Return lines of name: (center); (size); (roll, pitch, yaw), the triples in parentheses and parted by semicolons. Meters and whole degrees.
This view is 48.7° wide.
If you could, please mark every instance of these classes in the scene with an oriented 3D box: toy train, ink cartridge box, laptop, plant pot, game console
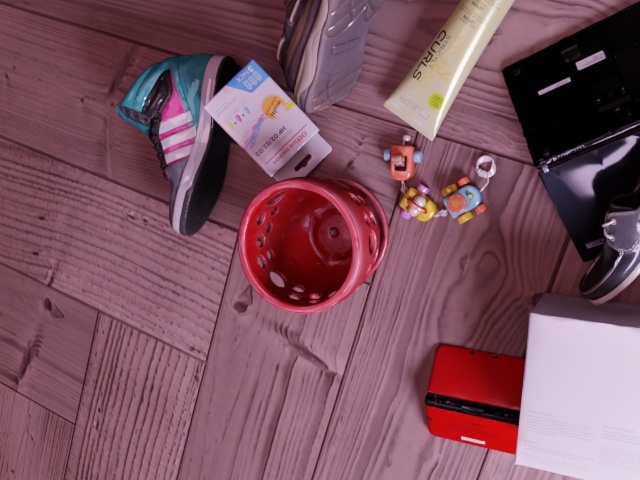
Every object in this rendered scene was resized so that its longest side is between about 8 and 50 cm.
toy train: (0.164, -0.086, 1.026); (0.166, 0.046, 0.125); (11, 101, 23)
ink cartridge box: (-0.075, -0.169, 1.071); (0.104, 0.061, 0.181); (-45, 98, 1)
laptop: (0.402, -0.146, 0.930); (0.234, 0.136, 0.264); (-23, 61, 24)
plant pot: (0.000, 0.000, 1.040); (0.191, 0.174, 0.191); (3, 97, 24)
game console: (0.236, 0.237, 1.053); (0.144, 0.085, 0.124); (7, 131, 24)

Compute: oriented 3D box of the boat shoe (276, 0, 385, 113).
boat shoe: (0.007, -0.336, 0.961); (0.130, 0.132, 0.355); (46, 139, 19)

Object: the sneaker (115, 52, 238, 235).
sneaker: (-0.251, -0.167, 1.158); (0.178, 0.124, 0.296); (14, 95, 17)

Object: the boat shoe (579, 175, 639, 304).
boat shoe: (0.387, -0.023, 0.882); (0.079, 0.084, 0.233); (26, 118, -1)

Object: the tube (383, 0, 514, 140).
tube: (0.187, -0.263, 0.989); (0.240, 0.062, 0.070); (-56, 34, 25)

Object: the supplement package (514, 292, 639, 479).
supplement package: (0.367, 0.188, 0.912); (0.194, 0.149, 0.203); (7, 99, 24)
